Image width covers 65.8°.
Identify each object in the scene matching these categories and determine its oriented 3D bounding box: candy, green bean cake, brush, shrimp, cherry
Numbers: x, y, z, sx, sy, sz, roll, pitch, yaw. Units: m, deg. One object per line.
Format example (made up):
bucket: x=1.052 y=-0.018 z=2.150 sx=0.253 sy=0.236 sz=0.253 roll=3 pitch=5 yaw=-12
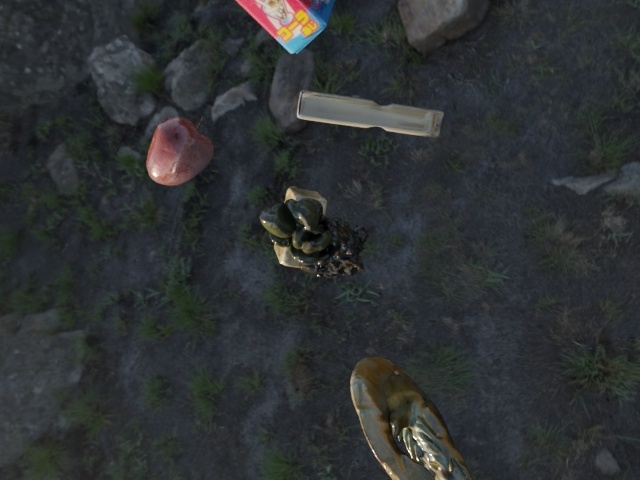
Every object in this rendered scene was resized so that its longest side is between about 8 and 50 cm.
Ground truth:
candy: x=-0.110 y=-0.481 z=0.825 sx=0.100 sy=0.306 sz=0.157 roll=-25 pitch=40 yaw=42
green bean cake: x=-0.050 y=-0.033 z=1.194 sx=0.109 sy=0.085 sz=0.179 roll=-133 pitch=54 yaw=-67
brush: x=0.109 y=-0.274 z=1.071 sx=0.321 sy=0.050 sz=0.060 roll=5 pitch=107 yaw=-11
shrimp: x=0.116 y=0.249 z=0.585 sx=0.059 sy=0.145 sz=0.254 roll=-41 pitch=58 yaw=26
cherry: x=-0.235 y=-0.149 z=0.840 sx=0.087 sy=0.106 sz=0.126 roll=35 pitch=111 yaw=41

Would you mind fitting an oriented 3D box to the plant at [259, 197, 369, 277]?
plant: x=0.000 y=0.000 z=0.549 sx=0.085 sy=0.174 sz=0.087 roll=-40 pitch=56 yaw=11
